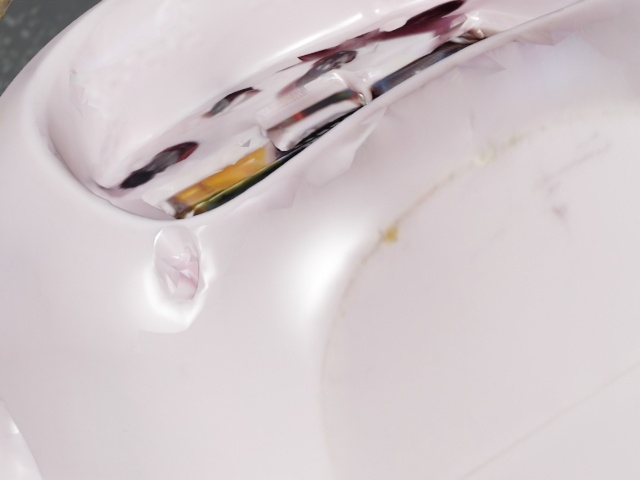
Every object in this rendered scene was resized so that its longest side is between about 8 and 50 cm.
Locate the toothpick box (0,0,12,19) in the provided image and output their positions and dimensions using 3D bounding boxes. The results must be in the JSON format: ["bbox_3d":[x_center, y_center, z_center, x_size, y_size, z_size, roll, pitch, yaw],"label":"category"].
[{"bbox_3d":[-0.338,-0.107,1.330,0.187,0.308,0.190,28,113,-25],"label":"toothpick box"}]

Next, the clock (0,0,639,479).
[{"bbox_3d":[0.000,0.000,0.744,0.368,0.377,0.250,-31,115,-17],"label":"clock"}]
